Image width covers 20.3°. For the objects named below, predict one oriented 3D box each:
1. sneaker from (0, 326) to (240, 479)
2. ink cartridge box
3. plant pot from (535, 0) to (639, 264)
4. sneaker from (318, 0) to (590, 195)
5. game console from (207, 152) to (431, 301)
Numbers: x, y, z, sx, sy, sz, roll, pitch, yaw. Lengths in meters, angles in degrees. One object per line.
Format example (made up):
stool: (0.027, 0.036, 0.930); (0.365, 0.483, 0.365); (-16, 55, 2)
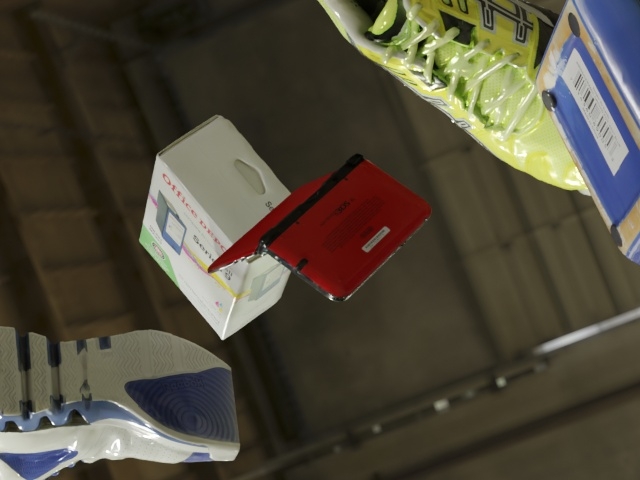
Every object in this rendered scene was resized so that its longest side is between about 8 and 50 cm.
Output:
sneaker: (-0.255, 0.184, 1.875); (0.182, 0.316, 0.127); (124, 149, -50)
ink cartridge box: (-0.104, -0.012, 1.887); (0.154, 0.093, 0.212); (49, 155, 12)
plant pot: (0.301, -0.121, 1.362); (0.236, 0.212, 0.236); (98, 148, -72)
sneaker: (0.117, -0.162, 1.569); (0.385, 0.145, 0.147); (39, -148, 17)
game console: (0.000, 0.000, 1.489); (0.124, 0.085, 0.144); (36, -131, 13)
